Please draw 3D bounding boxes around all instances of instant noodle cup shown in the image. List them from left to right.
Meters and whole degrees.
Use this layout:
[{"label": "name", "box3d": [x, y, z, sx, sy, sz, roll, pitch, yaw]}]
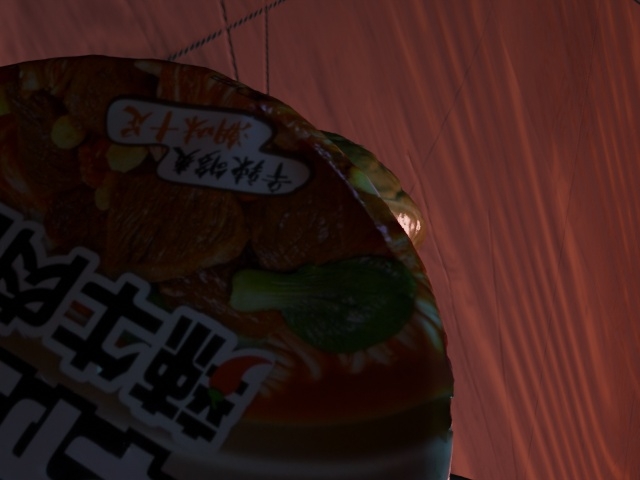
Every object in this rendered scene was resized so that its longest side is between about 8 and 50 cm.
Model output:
[{"label": "instant noodle cup", "box3d": [-0.066, 0.091, 0.439, 0.192, 0.250, 0.250, 62, 46, -60]}]

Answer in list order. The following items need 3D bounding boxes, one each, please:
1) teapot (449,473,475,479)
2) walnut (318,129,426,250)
[{"label": "teapot", "box3d": [0.049, 0.269, 0.769, 0.183, 0.183, 0.251, -26, 133, -55]}, {"label": "walnut", "box3d": [0.000, 0.000, 0.652, 0.124, 0.105, 0.105, 42, 62, -62]}]
